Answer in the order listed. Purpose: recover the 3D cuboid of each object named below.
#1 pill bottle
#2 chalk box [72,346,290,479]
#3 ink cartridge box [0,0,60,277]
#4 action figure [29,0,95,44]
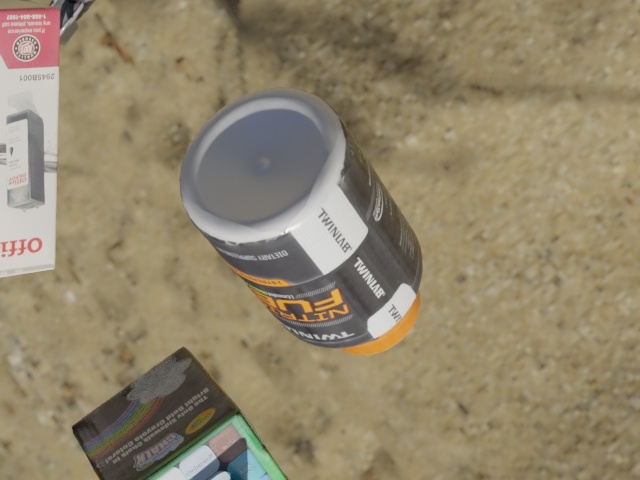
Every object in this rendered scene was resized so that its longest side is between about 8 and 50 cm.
[{"bbox_3d":[0.000,0.000,1.200,0.130,0.130,0.245,36,170,35],"label":"pill bottle"},{"bbox_3d":[-0.106,0.209,1.353,0.132,0.132,0.213,59,171,-26],"label":"chalk box"},{"bbox_3d":[-0.292,-0.078,1.231,0.092,0.159,0.217,20,111,44],"label":"ink cartridge box"},{"bbox_3d":[-0.340,-0.153,1.574,0.185,0.285,0.099,30,-174,-10],"label":"action figure"}]
